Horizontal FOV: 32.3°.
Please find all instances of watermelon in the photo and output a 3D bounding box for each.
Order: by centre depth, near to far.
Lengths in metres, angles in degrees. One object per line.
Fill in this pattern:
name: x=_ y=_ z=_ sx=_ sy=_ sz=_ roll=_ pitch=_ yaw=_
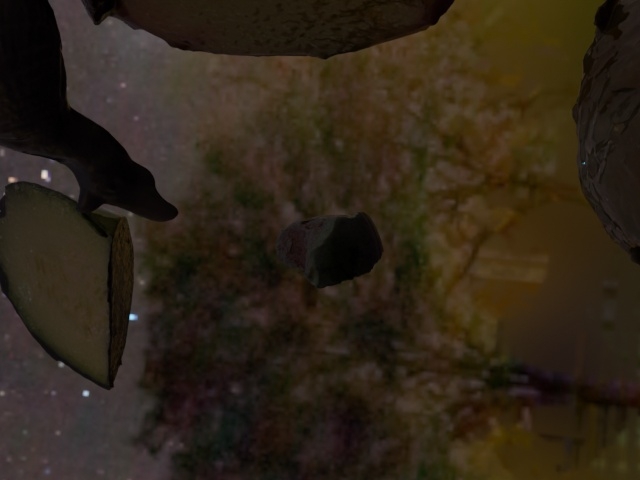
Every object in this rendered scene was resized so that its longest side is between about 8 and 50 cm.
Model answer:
watermelon: x=0.000 y=0.000 z=1.385 sx=0.187 sy=0.139 sz=0.071 roll=-33 pitch=-59 yaw=-60

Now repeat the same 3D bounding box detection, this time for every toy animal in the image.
toy animal: x=-0.245 y=-0.146 z=0.772 sx=0.081 sy=0.205 sz=0.367 roll=-97 pitch=-5 yaw=-53

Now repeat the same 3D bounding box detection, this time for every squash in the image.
squash: x=-0.232 y=0.020 z=1.068 sx=0.085 sy=0.184 sz=0.192 roll=-25 pitch=-46 yaw=-43

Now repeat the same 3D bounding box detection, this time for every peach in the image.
peach: x=-0.051 y=-0.337 z=1.004 sx=0.335 sy=0.405 sz=0.310 roll=12 pitch=-101 yaw=-52

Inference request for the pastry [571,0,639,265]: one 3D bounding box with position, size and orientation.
pastry: x=0.177 y=-0.055 z=0.355 sx=0.192 sy=0.182 sz=0.093 roll=-39 pitch=-54 yaw=-13
